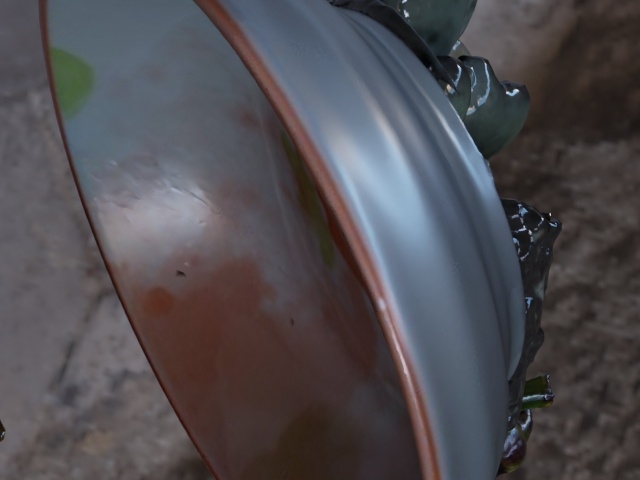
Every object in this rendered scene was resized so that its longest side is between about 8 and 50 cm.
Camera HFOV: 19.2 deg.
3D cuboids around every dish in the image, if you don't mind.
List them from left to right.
[{"bbox_3d":[0.000,0.000,0.638,0.085,0.260,0.260,-26,125,-20],"label":"dish"}]

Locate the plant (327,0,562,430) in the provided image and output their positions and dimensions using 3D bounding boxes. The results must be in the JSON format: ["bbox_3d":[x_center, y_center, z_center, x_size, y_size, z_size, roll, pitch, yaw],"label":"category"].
[{"bbox_3d":[0.042,-0.039,0.930,0.149,0.146,0.274,11,74,-28],"label":"plant"}]

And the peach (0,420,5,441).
[{"bbox_3d":[-0.264,0.215,0.905,0.416,0.353,0.339,-65,162,-61],"label":"peach"}]

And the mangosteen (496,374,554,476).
[{"bbox_3d":[0.085,0.120,1.280,0.137,0.151,0.137,-16,90,-75],"label":"mangosteen"}]

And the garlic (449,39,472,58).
[{"bbox_3d":[0.004,-0.109,1.477,0.185,0.281,0.203,-43,163,-19],"label":"garlic"}]
